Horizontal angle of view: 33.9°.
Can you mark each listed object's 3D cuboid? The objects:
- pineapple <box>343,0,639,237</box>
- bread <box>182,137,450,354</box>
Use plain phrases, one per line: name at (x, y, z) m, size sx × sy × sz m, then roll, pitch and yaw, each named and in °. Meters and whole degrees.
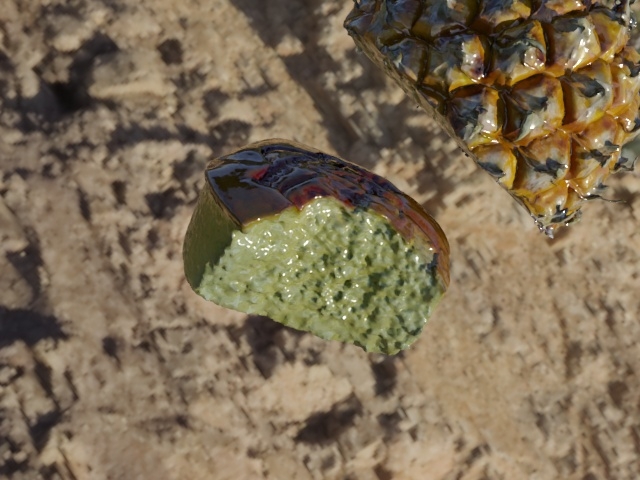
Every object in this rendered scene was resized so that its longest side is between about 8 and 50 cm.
pineapple at (0.223, -0.200, 1.017) m, size 0.344 × 0.286 × 0.209 m, roll 44°, pitch 6°, yaw -6°
bread at (-0.004, -0.006, 0.603) m, size 0.156 × 0.086 × 0.125 m, roll 16°, pitch 26°, yaw -22°
